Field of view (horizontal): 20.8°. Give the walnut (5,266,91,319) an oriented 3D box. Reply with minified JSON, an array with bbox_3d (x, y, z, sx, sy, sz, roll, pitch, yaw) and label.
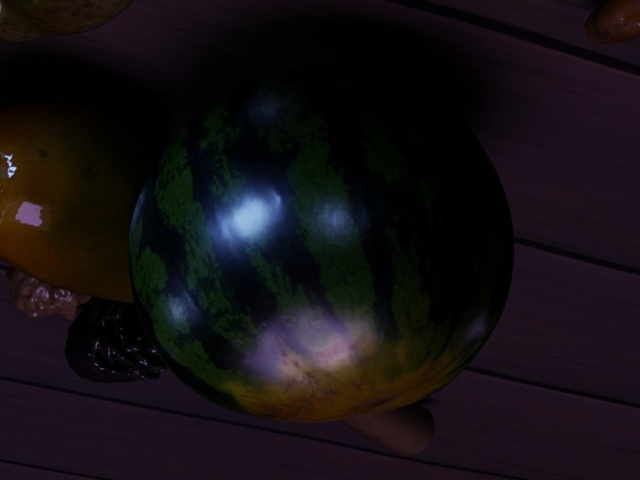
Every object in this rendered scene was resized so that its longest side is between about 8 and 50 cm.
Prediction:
[{"bbox_3d":[-0.227,0.029,1.486,0.079,0.082,0.096,-20,171,-22],"label":"walnut"}]

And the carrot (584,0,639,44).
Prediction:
[{"bbox_3d":[0.229,-0.162,1.045,0.061,0.061,0.210,19,155,-29],"label":"carrot"}]

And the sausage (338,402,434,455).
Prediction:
[{"bbox_3d":[0.024,0.144,1.716,0.066,0.065,0.301,-10,150,27],"label":"sausage"}]

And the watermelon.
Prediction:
[{"bbox_3d":[0.001,0.004,1.199,0.269,0.269,0.269,3,155,1],"label":"watermelon"}]

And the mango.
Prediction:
[{"bbox_3d":[-0.177,-0.022,1.308,0.146,0.129,0.289,-14,157,7],"label":"mango"}]

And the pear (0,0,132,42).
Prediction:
[{"bbox_3d":[-0.165,-0.183,0.954,0.167,0.136,0.167,7,152,4],"label":"pear"}]

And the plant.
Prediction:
[{"bbox_3d":[-0.177,0.089,1.596,0.094,0.092,0.143,23,158,-21],"label":"plant"}]
